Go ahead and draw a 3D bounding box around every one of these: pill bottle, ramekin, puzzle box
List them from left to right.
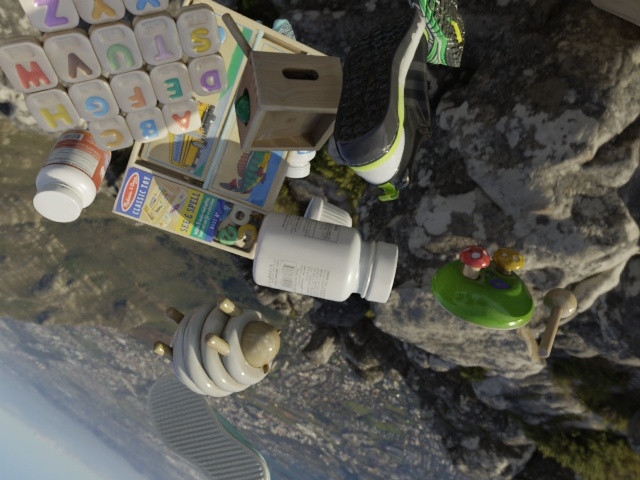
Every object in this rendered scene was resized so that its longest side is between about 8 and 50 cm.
[{"bbox_3d":[-0.569,-0.149,1.033,0.121,0.216,0.121,-2,138,-2],"label":"pill bottle"},{"bbox_3d":[-0.181,-0.198,0.829,0.271,0.409,0.052,19,-174,-14],"label":"puzzle box"},{"bbox_3d":[-0.073,-0.304,1.319,0.124,0.124,0.222,19,124,21],"label":"pill bottle"},{"bbox_3d":[0.000,0.000,1.140,0.108,0.207,0.207,19,146,-8],"label":"ramekin"},{"bbox_3d":[0.009,0.034,0.776,0.229,0.131,0.131,12,142,2],"label":"pill bottle"}]

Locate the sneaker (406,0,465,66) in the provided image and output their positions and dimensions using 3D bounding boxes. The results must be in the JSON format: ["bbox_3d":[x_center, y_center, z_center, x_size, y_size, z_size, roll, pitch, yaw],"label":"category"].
[{"bbox_3d":[0.242,-0.506,1.052,0.146,0.134,0.343,7,173,24],"label":"sneaker"}]

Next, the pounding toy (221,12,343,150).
[{"bbox_3d":[-0.053,-0.182,0.547,0.141,0.100,0.130,-5,166,-22],"label":"pounding toy"}]

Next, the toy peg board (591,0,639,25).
[{"bbox_3d":[0.259,-0.176,0.274,0.161,0.160,0.079,44,117,24],"label":"toy peg board"}]

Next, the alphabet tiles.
[{"bbox_3d":[-0.278,-0.243,0.640,0.278,0.283,0.021,94,154,-56],"label":"alphabet tiles"}]

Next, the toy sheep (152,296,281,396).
[{"bbox_3d":[-0.091,0.093,0.394,0.132,0.091,0.091,-10,127,30],"label":"toy sheep"}]

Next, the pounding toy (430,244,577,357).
[{"bbox_3d":[0.319,0.069,0.789,0.236,0.183,0.110,26,124,32],"label":"pounding toy"}]

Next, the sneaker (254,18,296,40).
[{"bbox_3d":[-0.181,-0.501,1.161,0.282,0.110,0.122,1,120,26],"label":"sneaker"}]

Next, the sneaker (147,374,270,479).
[{"bbox_3d":[-0.266,0.473,1.063,0.366,0.135,0.150,40,157,21],"label":"sneaker"}]

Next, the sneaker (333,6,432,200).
[{"bbox_3d":[0.074,-0.143,0.475,0.084,0.235,0.097,-8,142,39],"label":"sneaker"}]
